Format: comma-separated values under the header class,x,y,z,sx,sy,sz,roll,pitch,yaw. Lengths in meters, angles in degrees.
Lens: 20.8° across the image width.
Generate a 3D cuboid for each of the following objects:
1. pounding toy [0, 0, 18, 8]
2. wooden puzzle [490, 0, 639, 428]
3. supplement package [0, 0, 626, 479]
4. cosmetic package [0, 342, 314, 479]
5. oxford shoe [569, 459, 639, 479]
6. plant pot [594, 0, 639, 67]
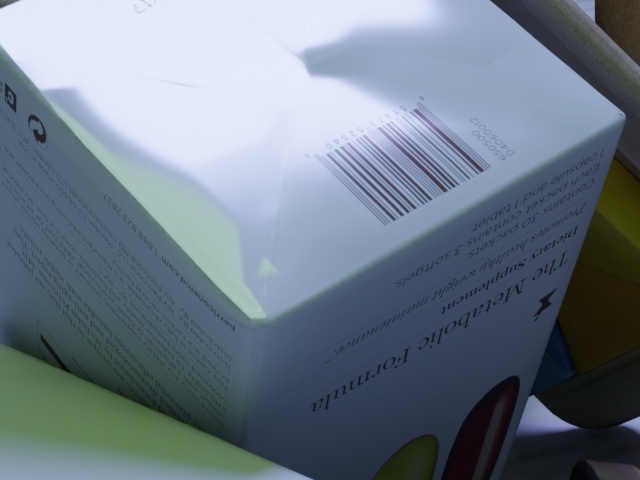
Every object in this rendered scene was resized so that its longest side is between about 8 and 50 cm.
class,x,y,z,sx,sy,sz,roll,pitch,yaw
pounding toy,-0.163,-0.016,0.719,0.182,0.110,0.237,5,45,-21
wooden puzzle,0.062,-0.018,0.645,0.044,0.238,0.221,-51,3,-23
supplement package,-0.018,0.031,0.573,0.139,0.244,0.134,-29,59,-28
cosmetic package,-0.081,0.151,0.429,0.197,0.155,0.365,-26,24,-31
oxford shoe,0.125,0.124,0.462,0.076,0.076,0.212,2,27,-7
plant pot,0.251,-0.038,0.747,0.237,0.237,0.254,-5,43,3
